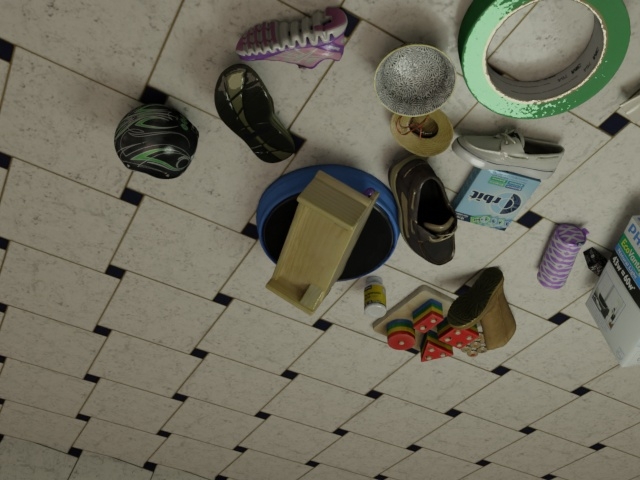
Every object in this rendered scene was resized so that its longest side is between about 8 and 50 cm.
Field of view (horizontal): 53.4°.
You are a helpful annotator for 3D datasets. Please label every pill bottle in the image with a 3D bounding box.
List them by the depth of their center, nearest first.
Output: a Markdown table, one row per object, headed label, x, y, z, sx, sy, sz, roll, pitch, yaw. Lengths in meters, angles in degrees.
| label | x | y | z | sx | sy | sz | roll | pitch | yaw |
| --- | --- | --- | --- | --- | --- | --- | --- | --- | --- |
| pill bottle | 0.159 | 0.163 | 1.857 | 0.065 | 0.116 | 0.065 | 1 | 136 | 1 |

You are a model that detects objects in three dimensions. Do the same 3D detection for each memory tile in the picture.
| label | x | y | z | sx | sy | sz | roll | pitch | yaw |
| --- | --- | --- | --- | --- | --- | --- | --- | --- | --- |
| memory tile | 0.528 | 0.338 | 2.098 | 0.148 | 0.012 | 0.113 | -30 | 127 | 31 |

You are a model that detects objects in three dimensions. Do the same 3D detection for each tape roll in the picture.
| label | x | y | z | sx | sy | sz | roll | pitch | yaw |
| --- | --- | --- | --- | --- | --- | --- | --- | --- | --- |
| tape roll | 0.442 | -0.395 | 1.280 | 0.322 | 0.077 | 0.321 | 2 | 136 | 1 |

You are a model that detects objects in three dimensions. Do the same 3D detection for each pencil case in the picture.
| label | x | y | z | sx | sy | sz | roll | pitch | yaw |
| --- | --- | --- | --- | --- | --- | --- | --- | --- | --- |
| pencil case | 0.656 | 0.044 | 1.732 | 0.088 | 0.086 | 0.206 | -14 | 141 | -16 |

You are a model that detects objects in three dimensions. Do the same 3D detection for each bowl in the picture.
| label | x | y | z | sx | sy | sz | roll | pitch | yaw |
| --- | --- | --- | --- | --- | --- | --- | --- | --- | --- |
| bowl | 0.196 | -0.352 | 1.334 | 0.170 | 0.080 | 0.170 | 3 | 135 | 3 |
| bowl | 0.021 | -0.029 | 1.692 | 0.391 | 0.077 | 0.391 | 1 | 137 | 1 |

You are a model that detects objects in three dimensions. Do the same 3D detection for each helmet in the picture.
| label | x | y | z | sx | sy | sz | roll | pitch | yaw |
| --- | --- | --- | --- | --- | --- | --- | --- | --- | --- |
| helmet | -0.378 | -0.229 | 1.443 | 0.162 | 0.169 | 0.169 | 18 | 137 | -38 |

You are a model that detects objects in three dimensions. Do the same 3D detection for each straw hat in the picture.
| label | x | y | z | sx | sy | sz | roll | pitch | yaw |
| --- | --- | --- | --- | --- | --- | --- | --- | --- | --- |
| straw hat | 0.236 | -0.265 | 1.440 | 0.145 | 0.061 | 0.144 | 14 | 133 | 16 |

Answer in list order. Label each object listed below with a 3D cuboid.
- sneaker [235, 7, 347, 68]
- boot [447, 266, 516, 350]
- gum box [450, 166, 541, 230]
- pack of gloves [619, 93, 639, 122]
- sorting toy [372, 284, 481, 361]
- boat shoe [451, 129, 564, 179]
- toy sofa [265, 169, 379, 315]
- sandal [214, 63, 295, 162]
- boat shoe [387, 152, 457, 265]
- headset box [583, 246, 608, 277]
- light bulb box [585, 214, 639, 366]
| label | x | y | z | sx | sy | sz | roll | pitch | yaw |
| --- | --- | --- | --- | --- | --- | --- | --- | --- | --- |
| sneaker | -0.053 | -0.393 | 1.304 | 0.237 | 0.095 | 0.104 | -8 | 143 | 10 |
| boot | 0.484 | 0.241 | 1.867 | 0.236 | 0.089 | 0.269 | -42 | 134 | -18 |
| gum box | 0.435 | -0.113 | 1.603 | 0.157 | 0.041 | 0.184 | 13 | 137 | -11 |
| pack of gloves | 0.793 | -0.318 | 1.379 | 0.232 | 0.046 | 0.195 | -30 | 139 | 34 |
| sorting toy | 0.340 | 0.284 | 1.995 | 0.257 | 0.089 | 0.255 | 26 | 132 | -23 |
| boat shoe | 0.435 | -0.210 | 1.464 | 0.268 | 0.096 | 0.088 | 13 | 132 | -12 |
| toy sofa | 0.000 | 0.000 | 1.585 | 0.150 | 0.177 | 0.362 | 30 | 136 | 8 |
| sandal | -0.150 | -0.285 | 1.433 | 0.120 | 0.086 | 0.302 | -15 | 149 | 10 |
| boat shoe | 0.267 | -0.050 | 1.583 | 0.132 | 0.130 | 0.355 | -32 | 130 | -1 |
| headset box | 0.768 | 0.066 | 1.758 | 0.083 | 0.062 | 0.032 | 32 | 129 | -28 |
| light bulb box | 0.944 | 0.116 | 1.640 | 0.358 | 0.225 | 0.361 | -7 | 138 | -8 |
